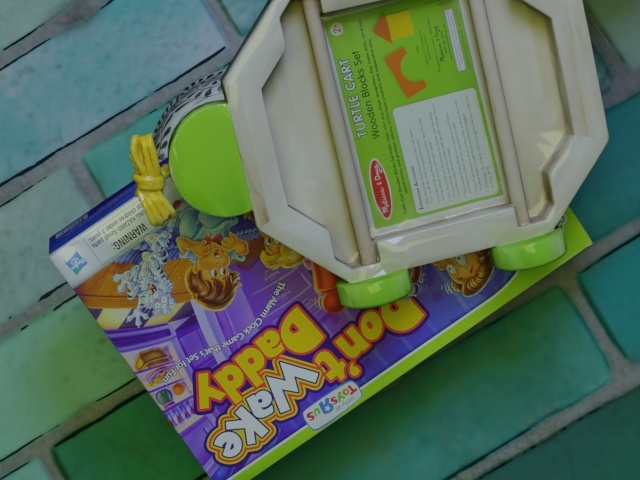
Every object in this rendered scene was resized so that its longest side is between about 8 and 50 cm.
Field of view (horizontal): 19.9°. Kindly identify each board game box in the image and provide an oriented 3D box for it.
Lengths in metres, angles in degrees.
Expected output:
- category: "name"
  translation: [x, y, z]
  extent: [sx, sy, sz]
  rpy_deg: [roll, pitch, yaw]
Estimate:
- category: "board game box"
  translation: [0.000, 0.000, 1.402]
  extent: [0.347, 0.078, 0.233]
  rpy_deg: [-35, 103, -1]

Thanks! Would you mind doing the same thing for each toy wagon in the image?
- category: "toy wagon"
  translation: [0.030, -0.089, 1.316]
  extent: [0.344, 0.068, 0.267]
  rpy_deg: [-14, 102, -5]

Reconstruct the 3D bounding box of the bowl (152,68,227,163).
- category: "bowl"
  translation: [-0.068, -0.063, 1.473]
  extent: [0.170, 0.080, 0.170]
  rpy_deg: [-1, 86, 9]
